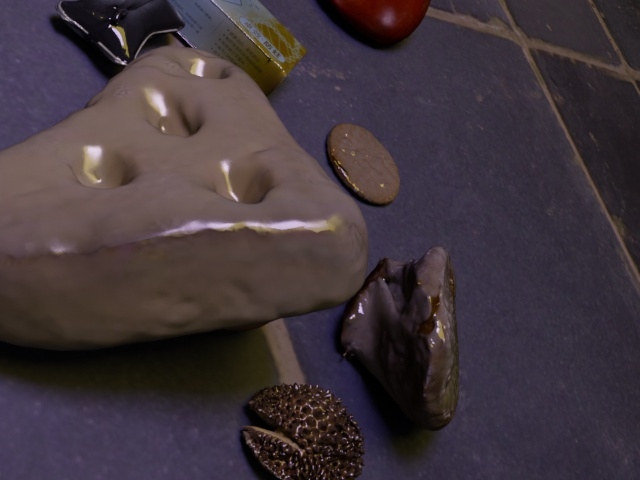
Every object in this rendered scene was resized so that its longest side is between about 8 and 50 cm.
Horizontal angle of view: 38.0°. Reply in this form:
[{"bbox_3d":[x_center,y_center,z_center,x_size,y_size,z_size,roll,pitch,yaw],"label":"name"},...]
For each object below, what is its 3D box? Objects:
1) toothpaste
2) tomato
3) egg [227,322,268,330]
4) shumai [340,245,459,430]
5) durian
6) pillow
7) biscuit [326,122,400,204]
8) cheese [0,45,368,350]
[{"bbox_3d":[-0.156,-0.292,1.056,0.313,0.071,0.089,44,35,-9],"label":"toothpaste"},{"bbox_3d":[0.089,-0.403,1.322,0.200,0.139,0.233,12,53,-47],"label":"tomato"},{"bbox_3d":[-0.078,0.046,0.862,0.096,0.080,0.080,-19,75,-45],"label":"egg"},{"bbox_3d":[0.082,0.095,0.954,0.201,0.120,0.201,0,90,-80],"label":"shumai"},{"bbox_3d":[0.000,0.184,0.843,0.140,0.071,0.110,51,39,-10],"label":"durian"},{"bbox_3d":[-0.207,-0.234,0.972,0.091,0.055,0.136,20,36,10],"label":"pillow"},{"bbox_3d":[0.054,-0.096,1.151,0.120,0.015,0.120,26,45,-29],"label":"biscuit"},{"bbox_3d":[-0.170,-0.050,0.797,0.328,0.130,0.351,-11,41,-25],"label":"cheese"}]
